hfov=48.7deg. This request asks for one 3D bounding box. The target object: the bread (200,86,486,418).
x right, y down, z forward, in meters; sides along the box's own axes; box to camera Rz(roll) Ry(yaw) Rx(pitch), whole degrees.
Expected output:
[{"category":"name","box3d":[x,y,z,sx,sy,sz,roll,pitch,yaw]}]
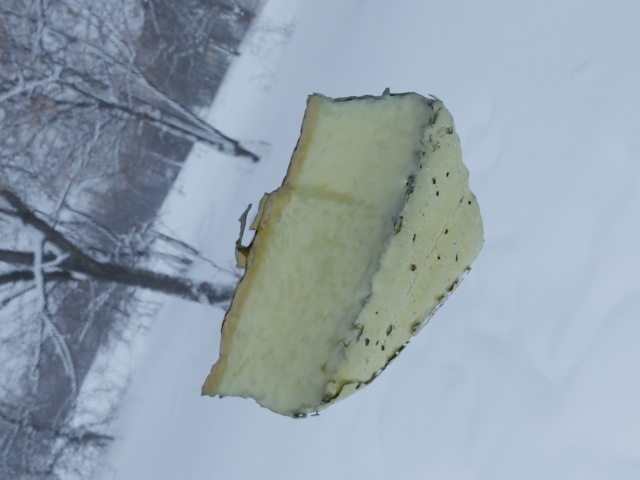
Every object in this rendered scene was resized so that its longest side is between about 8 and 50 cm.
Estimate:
[{"category":"bread","box3d":[0.000,0.000,0.794,0.248,0.279,0.315,10,34,42]}]
